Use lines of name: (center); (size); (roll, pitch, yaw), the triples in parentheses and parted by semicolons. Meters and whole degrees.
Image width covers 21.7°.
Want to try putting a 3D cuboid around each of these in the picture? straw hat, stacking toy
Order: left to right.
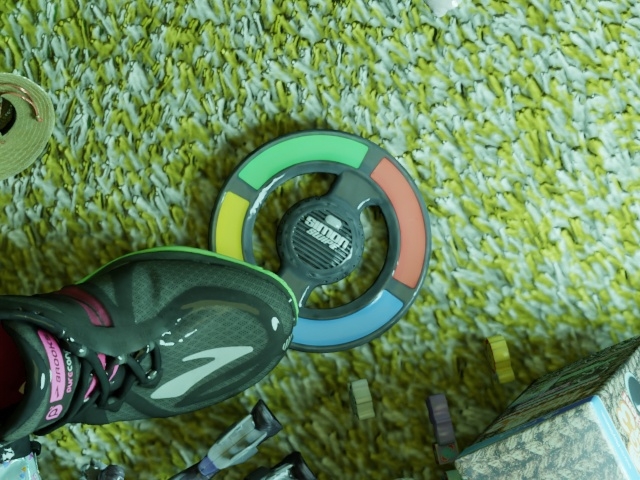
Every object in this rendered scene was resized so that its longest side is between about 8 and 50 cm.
straw hat: (-0.337, -0.128, 1.660); (0.144, 0.144, 0.061); (-16, 47, -7)
stacking toy: (0.132, 0.221, 1.692); (0.167, 0.052, 0.221); (-14, 88, -6)

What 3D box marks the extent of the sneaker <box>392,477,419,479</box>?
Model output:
sneaker: (0.011, 0.316, 1.624); (0.232, 0.115, 0.090); (-38, 88, 14)

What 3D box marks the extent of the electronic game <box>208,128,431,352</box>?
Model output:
electronic game: (0.000, 0.000, 1.695); (0.229, 0.048, 0.229); (0, 86, -6)

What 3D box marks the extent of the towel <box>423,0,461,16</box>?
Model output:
towel: (0.100, -0.420, 1.640); (0.332, 0.053, 0.317); (51, 49, -6)

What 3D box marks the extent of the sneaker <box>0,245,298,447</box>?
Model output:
sneaker: (-0.242, 0.120, 1.551); (0.482, 0.202, 0.185); (-7, 110, -20)

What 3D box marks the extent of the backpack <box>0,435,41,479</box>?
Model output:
backpack: (-0.333, 0.279, 1.609); (0.152, 0.115, 0.182); (-12, 90, -9)

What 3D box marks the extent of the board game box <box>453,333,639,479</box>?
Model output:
board game box: (0.277, 0.242, 1.573); (0.141, 0.291, 0.232); (-27, 89, 24)

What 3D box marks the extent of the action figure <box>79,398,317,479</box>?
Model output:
action figure: (-0.149, 0.273, 1.639); (0.285, 0.099, 0.185); (-35, 95, -4)
